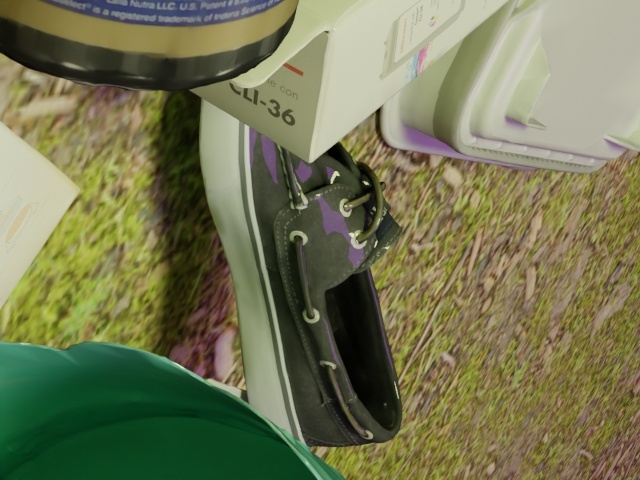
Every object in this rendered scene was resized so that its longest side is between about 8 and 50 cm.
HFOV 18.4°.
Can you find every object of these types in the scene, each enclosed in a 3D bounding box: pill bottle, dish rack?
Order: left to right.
[{"bbox_3d":[-0.045,-0.163,0.577,0.123,0.123,0.219,-35,149,-46],"label":"pill bottle"},{"bbox_3d":[0.172,-0.158,1.140,0.285,0.072,0.333,-63,157,11],"label":"dish rack"}]

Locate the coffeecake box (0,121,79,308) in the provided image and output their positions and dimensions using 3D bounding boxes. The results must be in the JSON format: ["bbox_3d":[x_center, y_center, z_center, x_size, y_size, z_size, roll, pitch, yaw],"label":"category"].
[{"bbox_3d":[-0.168,-0.001,0.597,0.142,0.068,0.185,-57,158,-6],"label":"coffeecake box"}]

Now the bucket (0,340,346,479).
[{"bbox_3d":[-0.082,0.180,0.759,0.281,0.281,0.183,-58,167,-3],"label":"bucket"}]

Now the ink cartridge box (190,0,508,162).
[{"bbox_3d":[-0.010,-0.106,0.745,0.198,0.115,0.067,-40,152,-38],"label":"ink cartridge box"}]

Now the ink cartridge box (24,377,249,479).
[{"bbox_3d":[-0.103,0.133,0.923,0.180,0.060,0.104,-59,159,-1],"label":"ink cartridge box"}]

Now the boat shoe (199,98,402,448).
[{"bbox_3d":[0.000,0.000,0.880,0.080,0.076,0.228,-58,147,-56],"label":"boat shoe"}]
